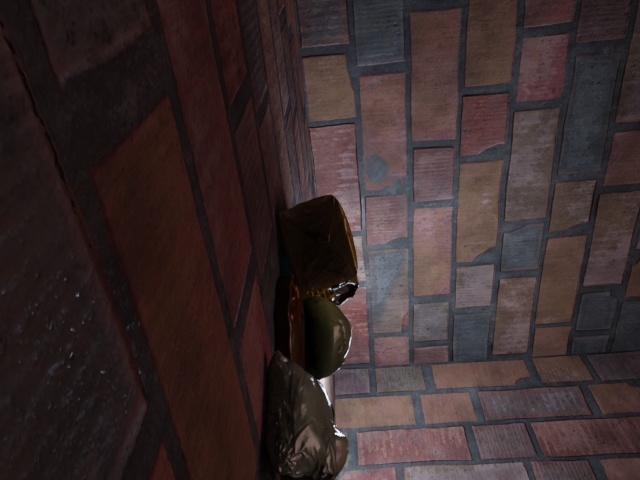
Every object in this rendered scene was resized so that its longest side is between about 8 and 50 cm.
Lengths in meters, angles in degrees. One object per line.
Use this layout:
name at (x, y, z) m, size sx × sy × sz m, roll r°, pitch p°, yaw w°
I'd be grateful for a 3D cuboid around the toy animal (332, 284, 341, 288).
toy animal at (0.001, 0.175, 2.270) m, size 0.116 × 0.179 × 0.219 m, roll 70°, pitch 22°, yaw -76°

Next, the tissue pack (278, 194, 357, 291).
tissue pack at (0.000, 0.000, 1.872) m, size 0.382 × 0.228 × 0.293 m, roll -45°, pitch 120°, yaw -86°

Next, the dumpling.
dumpling at (-0.001, 0.665, 1.545) m, size 0.318 × 0.187 × 0.243 m, roll 80°, pitch 1°, yaw -61°

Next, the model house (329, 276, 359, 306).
model house at (0.067, 0.178, 2.425) m, size 0.160 × 0.254 × 0.196 m, roll 21°, pitch 39°, yaw -36°

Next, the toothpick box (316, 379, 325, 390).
toothpick box at (-0.036, 0.559, 1.772) m, size 0.181 × 0.111 × 0.111 m, roll -88°, pitch 173°, yaw -68°

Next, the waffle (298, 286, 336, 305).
waffle at (-0.008, 0.227, 2.161) m, size 0.219 × 0.057 × 0.229 m, roll -26°, pitch 101°, yaw -59°

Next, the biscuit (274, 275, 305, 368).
biscuit at (-0.089, 0.291, 1.671) m, size 0.381 × 0.074 × 0.359 m, roll -81°, pitch 168°, yaw -63°

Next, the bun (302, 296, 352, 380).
bun at (0.022, 0.341, 1.895) m, size 0.293 × 0.187 × 0.293 m, roll 180°, pitch -90°, yaw -73°

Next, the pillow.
pillow at (-0.054, 0.460, 1.332) m, size 0.283 × 0.138 × 0.310 m, roll 57°, pitch 20°, yaw -45°

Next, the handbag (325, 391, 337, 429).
handbag at (-0.002, 0.706, 1.957) m, size 0.213 × 0.127 × 0.235 m, roll 120°, pitch -24°, yaw -44°
